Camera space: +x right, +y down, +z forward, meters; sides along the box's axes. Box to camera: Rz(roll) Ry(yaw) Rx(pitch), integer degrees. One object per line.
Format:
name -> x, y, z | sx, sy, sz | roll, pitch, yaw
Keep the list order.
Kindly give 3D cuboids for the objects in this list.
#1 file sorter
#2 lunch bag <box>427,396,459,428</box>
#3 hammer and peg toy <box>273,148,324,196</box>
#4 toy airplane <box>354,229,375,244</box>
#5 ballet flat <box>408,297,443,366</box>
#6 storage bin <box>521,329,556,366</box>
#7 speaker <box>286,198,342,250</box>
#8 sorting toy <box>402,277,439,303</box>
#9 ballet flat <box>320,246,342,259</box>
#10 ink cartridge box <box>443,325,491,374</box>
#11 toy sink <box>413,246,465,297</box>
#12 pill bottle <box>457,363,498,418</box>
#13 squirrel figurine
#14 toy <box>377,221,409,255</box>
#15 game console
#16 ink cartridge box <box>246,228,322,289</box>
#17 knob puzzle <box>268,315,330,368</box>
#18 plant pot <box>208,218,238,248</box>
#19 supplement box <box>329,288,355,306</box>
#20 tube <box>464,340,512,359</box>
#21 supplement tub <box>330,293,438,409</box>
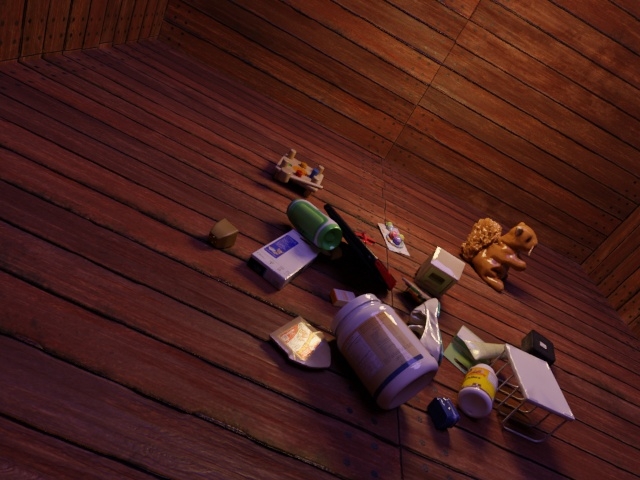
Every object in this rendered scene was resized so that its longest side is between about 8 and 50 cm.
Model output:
file sorter -> 0.765, 0.573, 1.643 | 0.193, 0.173, 0.277 | 26, 28, -7
lunch bag -> 0.402, 0.562, 1.429 | 0.065, 0.067, 0.098 | 15, 30, -27
hammer and peg toy -> -0.116, -0.341, 2.339 | 0.266, 0.127, 0.361 | 29, 28, -7
toy airplane -> 0.225, -0.013, 2.234 | 0.151, 0.028, 0.151 | 21, 29, -13
ballet flat -> 0.415, 0.344, 1.751 | 0.139, 0.139, 0.400 | 29, 29, -2
storage bin -> 1.034, 0.522, 2.076 | 0.122, 0.084, 0.180 | 36, 28, 9
speaker -> -0.031, -0.072, 1.878 | 0.131, 0.131, 0.296 | 5, 24, -39
sorting toy -> 0.439, 0.240, 1.981 | 0.274, 0.046, 0.132 | 27, 13, -48
ballet flat -> 0.000, 0.000, 1.953 | 0.232, 0.080, 0.073 | 42, 45, 23
ink cartridge box -> 0.619, 0.465, 1.809 | 0.171, 0.056, 0.235 | 41, 28, 17
toy sink -> 0.552, 0.171, 2.090 | 0.153, 0.234, 0.131 | 33, 52, 4
pill bottle -> 0.574, 0.536, 1.581 | 0.117, 0.117, 0.215 | 38, 29, 15
squirrel figurine -> 1.063, 0.029, 2.597 | 0.397, 0.370, 0.281 | 43, 31, 22
toy -> 0.411, -0.024, 2.399 | 0.137, 0.056, 0.237 | 16, 31, -23
game console -> 0.173, 0.035, 1.905 | 0.386, 0.060, 0.342 | 50, 4, 34
ink cartridge box -> -0.133, 0.066, 1.729 | 0.165, 0.065, 0.333 | 36, 30, 11
knob puzzle -> -0.049, 0.342, 1.394 | 0.213, 0.030, 0.213 | 23, 28, -13
plant pot -> -0.370, -0.018, 1.627 | 0.081, 0.081, 0.083 | 39, 41, 16
supplement box -> 0.090, 0.228, 1.704 | 0.098, 0.036, 0.062 | 15, 32, -27
tube -> 0.696, 0.453, 1.791 | 0.240, 0.062, 0.070 | 10, -6, -28
supplement tub -> 0.196, 0.350, 1.406 | 0.228, 0.228, 0.316 | 0, 41, -44
